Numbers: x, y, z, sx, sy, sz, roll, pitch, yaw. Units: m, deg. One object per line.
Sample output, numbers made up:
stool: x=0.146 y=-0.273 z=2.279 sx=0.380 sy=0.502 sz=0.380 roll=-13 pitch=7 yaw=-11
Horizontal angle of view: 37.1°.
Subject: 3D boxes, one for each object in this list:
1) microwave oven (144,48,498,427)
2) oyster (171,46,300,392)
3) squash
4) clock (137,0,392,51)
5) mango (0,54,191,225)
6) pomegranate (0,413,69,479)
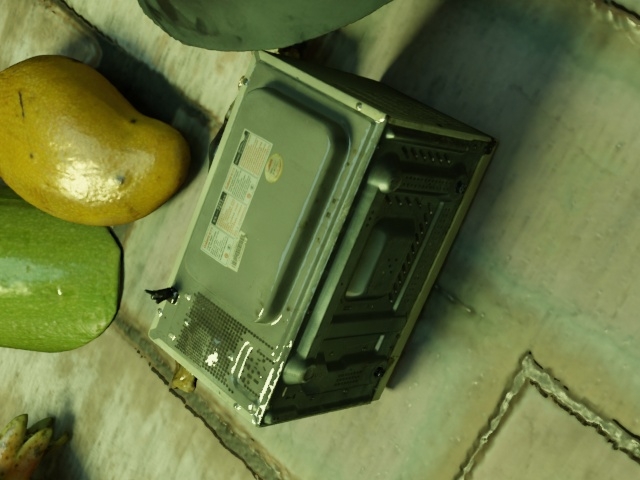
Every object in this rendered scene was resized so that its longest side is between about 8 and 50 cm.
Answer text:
microwave oven: x=0.000 y=0.000 z=0.728 sx=0.145 sy=0.194 sz=0.240 roll=32 pitch=108 yaw=30
oyster: x=-0.074 y=-0.012 z=0.861 sx=0.129 sy=0.078 sz=0.345 roll=39 pitch=118 yaw=52
squash: x=-0.338 y=0.031 z=1.083 sx=0.260 sy=0.189 sz=0.189 roll=3 pitch=95 yaw=1
clock: x=-0.022 y=-0.285 z=0.714 sx=0.319 sy=0.066 sz=0.319 roll=-12 pitch=58 yaw=20
mango: x=-0.247 y=-0.099 z=0.956 sx=0.262 sy=0.109 sz=0.157 roll=23 pitch=101 yaw=32
pomegranate: x=-0.362 y=0.307 z=1.033 sx=0.198 sy=0.246 sz=0.198 roll=29 pitch=145 yaw=22
